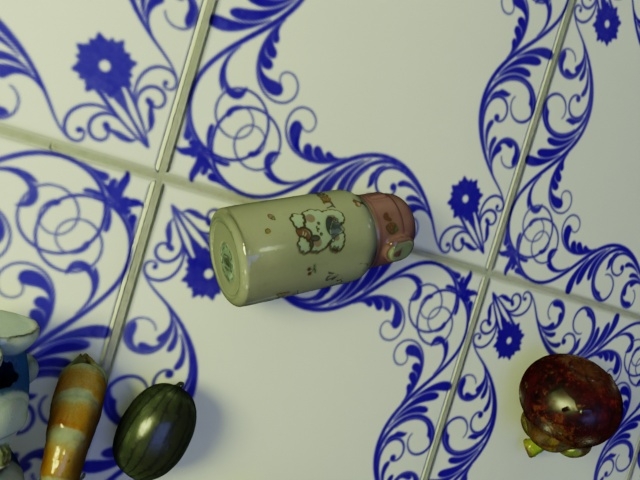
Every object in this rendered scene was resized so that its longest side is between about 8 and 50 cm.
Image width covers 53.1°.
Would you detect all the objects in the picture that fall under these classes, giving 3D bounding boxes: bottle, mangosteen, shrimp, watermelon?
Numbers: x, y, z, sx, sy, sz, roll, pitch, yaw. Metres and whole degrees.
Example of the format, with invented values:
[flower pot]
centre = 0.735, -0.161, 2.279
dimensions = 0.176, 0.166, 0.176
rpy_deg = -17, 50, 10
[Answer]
[bottle]
centre = 0.000, 0.000, 0.725
dimensions = 0.233, 0.110, 0.110
rpy_deg = -10, 105, -27
[mangosteen]
centre = 0.373, 0.265, 0.963
dimensions = 0.156, 0.146, 0.181
rpy_deg = 0, 100, -32
[shrimp]
centre = -0.252, 0.214, 0.654
dimensions = 0.049, 0.161, 0.166
rpy_deg = 8, 135, -11
[watermelon]
centre = -0.176, 0.203, 0.687
dimensions = 0.078, 0.078, 0.111
rpy_deg = 29, 85, -30

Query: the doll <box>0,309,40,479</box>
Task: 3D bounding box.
[doll]
centre = -0.315, 0.188, 0.549
dimensions = 0.161, 0.215, 0.257
rpy_deg = 24, 101, 7
